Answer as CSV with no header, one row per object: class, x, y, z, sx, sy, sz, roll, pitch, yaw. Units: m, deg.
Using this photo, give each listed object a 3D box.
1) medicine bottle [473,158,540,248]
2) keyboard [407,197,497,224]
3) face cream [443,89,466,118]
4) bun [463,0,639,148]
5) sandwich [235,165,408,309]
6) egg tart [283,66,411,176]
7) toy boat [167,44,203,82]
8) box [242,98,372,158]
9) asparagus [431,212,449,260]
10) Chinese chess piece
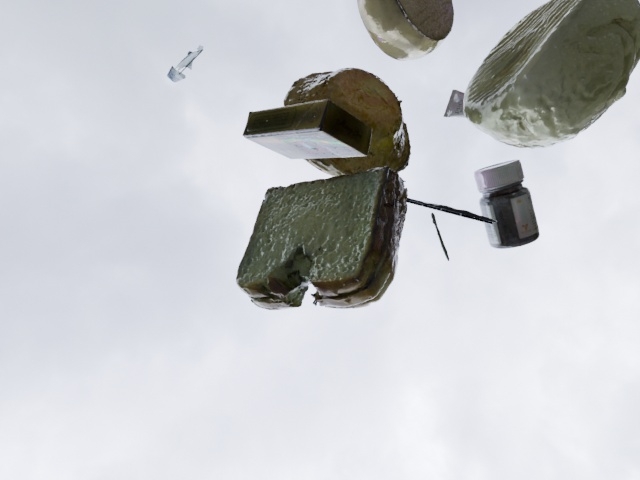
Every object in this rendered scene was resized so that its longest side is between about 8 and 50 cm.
medicine bottle,0.623,-0.121,1.406,0.165,0.165,0.273,-18,-83,-15
keyboard,0.252,-0.062,0.847,0.196,0.074,0.015,17,-85,16
face cream,0.508,-0.413,1.311,0.058,0.243,0.092,10,-77,-50
bun,0.483,-0.335,0.862,0.227,0.349,0.352,37,-138,-13
sandwich,0.001,0.001,0.712,0.273,0.095,0.249,-6,-131,31
egg tart,0.108,-0.376,1.277,0.443,0.178,0.443,11,-122,-19
toy boat,-0.432,-0.558,1.331,0.034,0.149,0.105,52,-151,-8
box,-0.031,-0.232,0.901,0.159,0.240,0.071,18,-98,-47
asparagus,0.375,-0.011,1.311,0.013,0.016,0.166,-33,-76,-45
Chinese chess piece,0.210,-0.583,1.020,0.270,0.112,0.270,6,-100,-38
